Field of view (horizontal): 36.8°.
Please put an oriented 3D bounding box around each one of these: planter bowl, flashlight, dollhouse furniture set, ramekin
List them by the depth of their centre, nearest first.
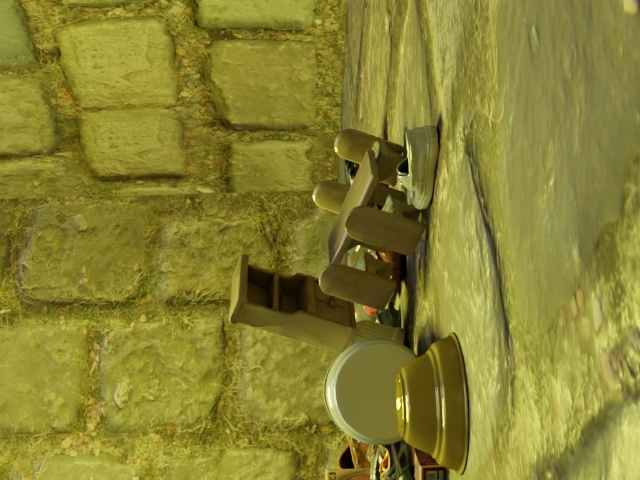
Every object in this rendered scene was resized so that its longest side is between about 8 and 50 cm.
[{"bbox_3d":[0.164,0.252,1.481,0.217,0.090,0.217,179,90,-87],"label":"planter bowl"},{"bbox_3d":[0.000,0.000,1.941,0.362,0.256,0.394,-95,25,-60],"label":"dollhouse furniture set"},{"bbox_3d":[0.098,0.270,2.078,0.207,0.109,0.207,22,-90,-86],"label":"ramekin"},{"bbox_3d":[0.134,0.155,2.295,0.304,0.103,0.103,103,167,-64],"label":"flashlight"}]

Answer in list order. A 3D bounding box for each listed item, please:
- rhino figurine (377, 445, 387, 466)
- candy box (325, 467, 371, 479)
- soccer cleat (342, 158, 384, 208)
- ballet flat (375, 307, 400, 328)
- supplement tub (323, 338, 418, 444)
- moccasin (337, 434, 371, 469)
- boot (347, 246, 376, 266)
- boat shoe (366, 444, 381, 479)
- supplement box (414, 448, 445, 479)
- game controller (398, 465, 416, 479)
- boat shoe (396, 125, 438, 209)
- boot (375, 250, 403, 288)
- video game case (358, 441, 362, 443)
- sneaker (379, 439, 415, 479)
[{"bbox_3d":[0.159,0.401,2.009,0.106,0.073,0.243,-94,5,-57],"label":"rhino figurine"},{"bbox_3d":[0.108,0.645,2.065,0.316,0.182,0.088,-94,2,-47],"label":"candy box"},{"bbox_3d":[0.127,-0.108,2.402,0.116,0.108,0.318,-11,-88,-64],"label":"soccer cleat"},{"bbox_3d":[0.148,0.253,2.212,0.074,0.074,0.203,-101,9,-77],"label":"ballet flat"},{"bbox_3d":[0.103,0.281,1.794,0.272,0.191,0.191,99,169,-81],"label":"supplement tub"},{"bbox_3d":[0.103,0.617,2.669,0.139,0.146,0.380,-94,3,-54],"label":"moccasin"},{"bbox_3d":[0.116,0.053,2.353,0.106,0.082,0.219,56,152,27],"label":"boot"},{"bbox_3d":[0.140,0.474,2.139,0.066,0.066,0.183,-33,28,45],"label":"boat shoe"},{"bbox_3d":[0.186,0.394,1.636,0.083,0.043,0.055,-105,12,-79],"label":"supplement box"},{"bbox_3d":[0.178,0.509,1.628,0.319,0.067,0.167,-106,15,-80],"label":"game controller"},{"bbox_3d":[0.161,-0.120,1.634,0.184,0.063,0.066,92,176,-57],"label":"boat shoe"},{"bbox_3d":[0.145,0.026,2.136,0.197,0.072,0.152,-86,-9,-84],"label":"boot"},{"bbox_3d":[0.134,0.368,2.166,0.166,0.015,0.119,-45,32,35],"label":"video game case"},{"bbox_3d":[0.159,0.479,1.932,0.084,0.083,0.215,-120,27,-82],"label":"sneaker"}]
